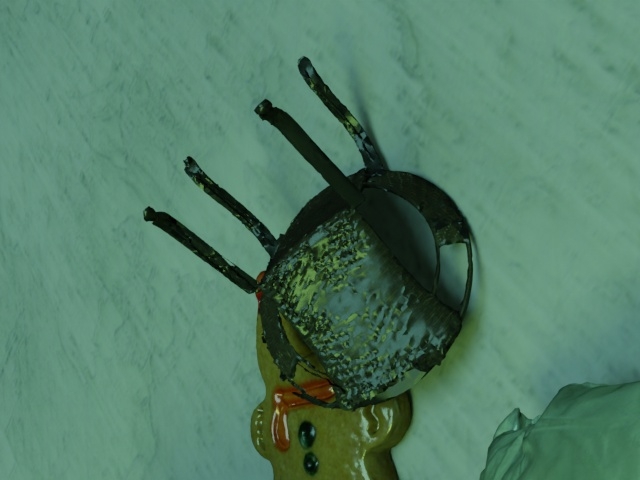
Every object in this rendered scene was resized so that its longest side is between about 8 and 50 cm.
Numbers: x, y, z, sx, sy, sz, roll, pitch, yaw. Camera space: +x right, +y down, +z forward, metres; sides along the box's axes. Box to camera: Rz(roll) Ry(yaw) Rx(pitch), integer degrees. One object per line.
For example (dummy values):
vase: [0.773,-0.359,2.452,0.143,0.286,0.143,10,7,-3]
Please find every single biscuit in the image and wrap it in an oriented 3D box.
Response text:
biscuit: [-0.002,0.109,0.816,0.166,0.036,0.226,-16,74,48]

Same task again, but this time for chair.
chair: [0.000,0.000,0.760,0.174,0.149,0.213,-39,96,17]

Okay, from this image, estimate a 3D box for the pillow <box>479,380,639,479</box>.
pillow: [0.185,0.178,0.478,0.283,0.138,0.310,-33,39,43]
